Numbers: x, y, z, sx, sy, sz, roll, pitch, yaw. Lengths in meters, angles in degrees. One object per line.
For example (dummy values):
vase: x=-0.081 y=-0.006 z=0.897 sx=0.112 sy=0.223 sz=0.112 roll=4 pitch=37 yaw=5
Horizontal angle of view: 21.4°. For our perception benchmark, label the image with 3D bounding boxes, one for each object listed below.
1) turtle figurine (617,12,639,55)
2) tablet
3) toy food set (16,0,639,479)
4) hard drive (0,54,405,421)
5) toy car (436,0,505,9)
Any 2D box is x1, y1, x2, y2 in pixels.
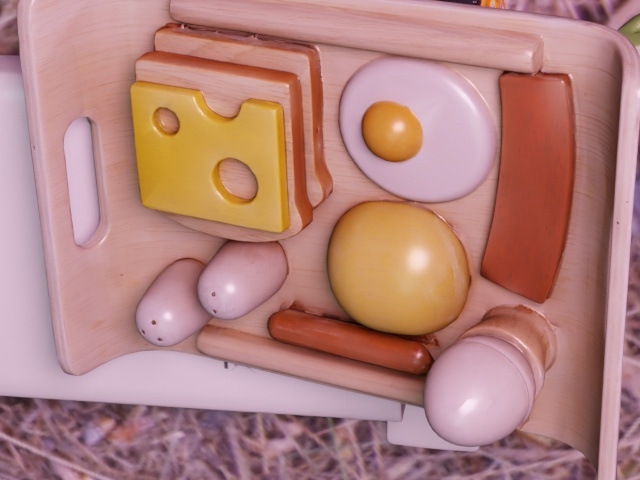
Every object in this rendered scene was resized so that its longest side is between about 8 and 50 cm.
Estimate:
turtle figurine: x=0.265 y=-0.019 z=0.766 sx=0.198 sy=0.275 sz=0.266 roll=-35 pitch=107 yaw=-11
tablet: x=0.065 y=0.084 z=0.964 sx=0.054 sy=0.006 sz=0.083 roll=4 pitch=119 yaw=8
toy food set: x=0.000 y=0.000 z=0.795 sx=0.306 sy=0.092 sz=0.219 roll=11 pitch=121 yaw=23
hard drive: x=-0.108 y=-0.001 z=0.925 sx=0.308 sy=0.040 sz=0.203 roll=3 pitch=119 yaw=10
toy car: x=0.104 y=-0.121 z=0.817 sx=0.122 sy=0.060 sz=0.040 roll=-22 pitch=145 yaw=28
